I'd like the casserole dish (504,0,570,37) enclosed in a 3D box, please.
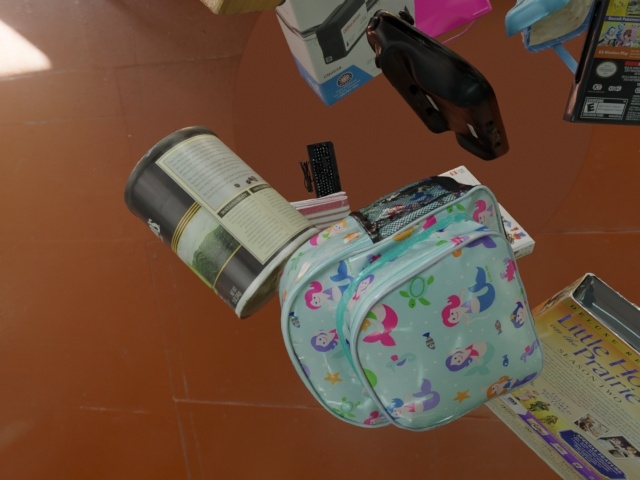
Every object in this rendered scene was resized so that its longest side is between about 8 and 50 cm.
[{"bbox_3d":[0.374,-0.402,0.701,0.037,0.188,0.114,53,146,-15],"label":"casserole dish"}]

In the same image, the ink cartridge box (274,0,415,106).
[{"bbox_3d":[0.040,-0.428,0.743,0.223,0.307,0.129,-32,64,1],"label":"ink cartridge box"}]

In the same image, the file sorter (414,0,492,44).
[{"bbox_3d":[0.253,-0.641,1.064,0.202,0.182,0.291,-24,96,3],"label":"file sorter"}]

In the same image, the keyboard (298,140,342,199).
[{"bbox_3d":[0.000,-0.159,1.114,0.100,0.038,0.192,-8,106,14],"label":"keyboard"}]

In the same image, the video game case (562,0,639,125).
[{"bbox_3d":[0.570,-0.315,0.689,0.275,0.035,0.248,2,114,-2],"label":"video game case"}]

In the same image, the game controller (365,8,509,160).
[{"bbox_3d":[0.171,-0.189,0.562,0.166,0.319,0.067,36,104,24],"label":"game controller"}]

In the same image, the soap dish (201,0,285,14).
[{"bbox_3d":[-0.060,-0.368,0.347,0.229,0.118,0.291,49,117,22],"label":"soap dish"}]

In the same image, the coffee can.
[{"bbox_3d":[-0.161,-0.032,0.726,0.275,0.201,0.201,42,109,9],"label":"coffee can"}]

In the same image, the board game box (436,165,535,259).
[{"bbox_3d":[0.359,-0.053,1.071,0.193,0.305,0.053,-22,140,-3],"label":"board game box"}]

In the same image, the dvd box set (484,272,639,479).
[{"bbox_3d":[0.416,0.255,0.677,0.062,0.420,0.307,-39,70,-24],"label":"dvd box set"}]

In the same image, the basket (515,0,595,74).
[{"bbox_3d":[0.621,-0.579,1.059,0.201,0.255,0.289,-24,57,2],"label":"basket"}]

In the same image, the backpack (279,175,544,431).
[{"bbox_3d":[0.086,0.076,0.449,0.253,0.191,0.225,-23,110,4],"label":"backpack"}]

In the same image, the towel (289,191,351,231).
[{"bbox_3d":[0.000,0.000,0.877,0.144,0.029,0.197,-11,121,3],"label":"towel"}]
